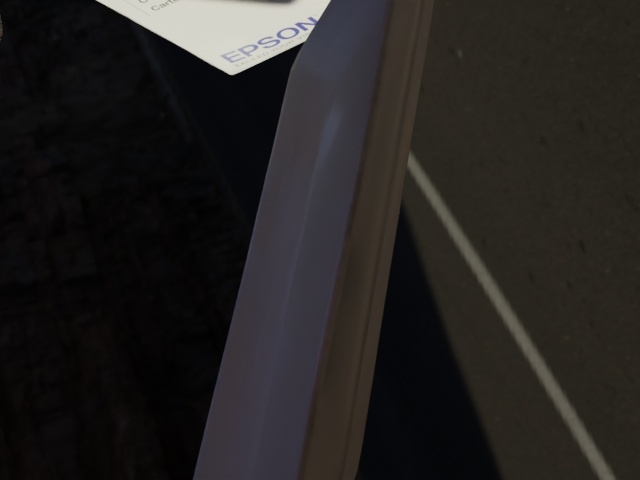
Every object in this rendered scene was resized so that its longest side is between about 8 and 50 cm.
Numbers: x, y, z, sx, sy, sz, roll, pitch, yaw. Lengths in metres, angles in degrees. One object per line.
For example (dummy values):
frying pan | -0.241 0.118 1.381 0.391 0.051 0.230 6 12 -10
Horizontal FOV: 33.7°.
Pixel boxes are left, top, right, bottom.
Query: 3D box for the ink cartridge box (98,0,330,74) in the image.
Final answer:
ink cartridge box | -0.017 -0.173 0.530 0.224 0.223 0.045 19 -127 -60

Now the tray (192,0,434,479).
tray | 0.000 0.000 0.425 0.145 0.030 0.270 135 151 -58

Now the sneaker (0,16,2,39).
sneaker | -0.239 -0.211 0.647 0.190 0.083 0.071 64 -159 -13
